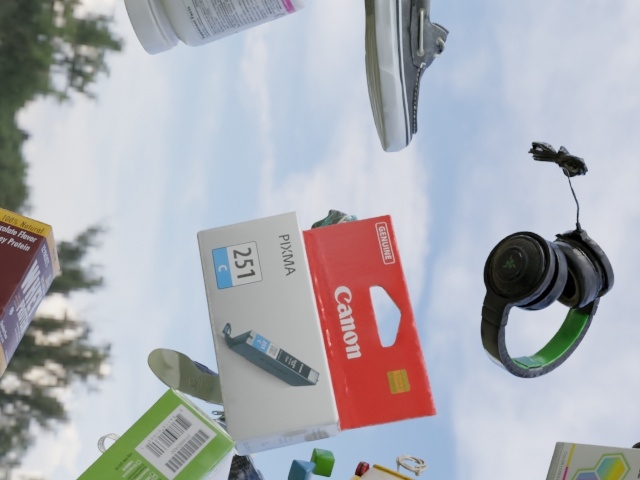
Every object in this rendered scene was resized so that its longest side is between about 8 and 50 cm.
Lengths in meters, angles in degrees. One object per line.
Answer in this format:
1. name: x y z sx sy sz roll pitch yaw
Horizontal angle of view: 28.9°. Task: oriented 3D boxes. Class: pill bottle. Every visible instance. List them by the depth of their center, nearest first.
1. pill bottle: -0.180 -0.423 2.109 0.160 0.283 0.160 -17 90 -81

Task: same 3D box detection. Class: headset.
1. headset: 0.377 0.038 2.131 0.185 0.243 0.394 32 -63 46

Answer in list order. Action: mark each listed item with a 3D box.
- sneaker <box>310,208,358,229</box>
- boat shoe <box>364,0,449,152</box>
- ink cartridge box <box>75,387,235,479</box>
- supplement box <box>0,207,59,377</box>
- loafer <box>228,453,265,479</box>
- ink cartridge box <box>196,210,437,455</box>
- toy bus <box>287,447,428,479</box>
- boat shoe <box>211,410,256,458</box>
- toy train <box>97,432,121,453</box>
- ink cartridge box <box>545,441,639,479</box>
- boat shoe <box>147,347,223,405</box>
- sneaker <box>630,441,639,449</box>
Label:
1. sneaker: 0.000 0.000 2.533 0.076 0.166 0.065 33 -23 40
2. boat shoe: 0.128 -0.294 1.778 0.121 0.119 0.335 -130 -143 -77
3. ink cartridge box: -0.197 0.301 1.368 0.189 0.097 0.255 -44 164 -29
4. supplement box: -0.501 0.056 1.758 0.129 0.191 0.194 100 10 -59
5. loafer: -0.135 0.451 2.300 0.170 0.061 0.062 66 -3 -38
6. ink cartridge box: -0.008 0.103 1.591 0.066 0.261 0.296 81 -3 -65
7. toy bus: 0.064 0.352 1.548 0.191 0.202 0.104 44 -59 61
8. boat shoe: -0.181 0.386 2.529 0.254 0.095 0.079 44 58 -61
9. toy train: -0.259 0.334 1.576 0.046 0.125 0.166 -129 -122 -72
10. ink cartridge box: 0.402 0.336 1.656 0.209 0.062 0.109 -1 -122 42
11. boat shoe: -0.173 0.182 1.645 0.049 0.133 0.042 -67 -162 -13
12. sneaker: 0.566 0.447 2.207 0.234 0.084 0.097 91 -7 -49
